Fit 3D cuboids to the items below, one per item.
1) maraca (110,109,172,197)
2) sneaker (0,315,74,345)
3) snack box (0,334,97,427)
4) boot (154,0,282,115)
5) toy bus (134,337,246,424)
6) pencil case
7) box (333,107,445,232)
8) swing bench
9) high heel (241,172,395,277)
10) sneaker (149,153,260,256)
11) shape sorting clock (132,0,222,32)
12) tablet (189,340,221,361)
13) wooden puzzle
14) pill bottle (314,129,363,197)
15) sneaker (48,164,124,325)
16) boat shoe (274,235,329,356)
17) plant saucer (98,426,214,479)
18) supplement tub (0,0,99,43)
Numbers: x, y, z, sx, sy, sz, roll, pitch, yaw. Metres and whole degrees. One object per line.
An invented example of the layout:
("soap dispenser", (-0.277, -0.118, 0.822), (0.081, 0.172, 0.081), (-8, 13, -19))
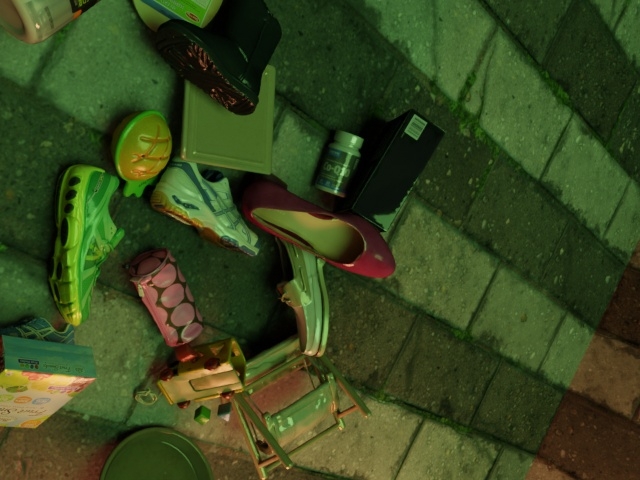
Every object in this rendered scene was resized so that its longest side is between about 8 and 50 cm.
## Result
("maraca", (-0.322, -0.156, 1.525), (0.127, 0.099, 0.186), (-40, 153, -33))
("sneaker", (-0.529, 0.172, 1.487), (0.211, 0.080, 0.081), (20, 76, -49))
("snack box", (-0.516, 0.247, 1.445), (0.207, 0.070, 0.174), (-37, 146, 31))
("boot", (-0.179, -0.375, 1.533), (0.246, 0.094, 0.207), (38, 55, -40))
("toy bus", (-0.252, 0.269, 1.742), (0.202, 0.104, 0.191), (23, 124, -16))
("pencil case", (-0.304, 0.118, 1.657), (0.098, 0.095, 0.209), (-71, 147, -47))
("box", (0.151, -0.149, 1.895), (0.103, 0.184, 0.261), (33, 83, -12))
("swing bench", (-0.068, 0.355, 1.901), (0.253, 0.165, 0.255), (-24, 80, -33))
("high heel", (0.000, 0.000, 1.718), (0.377, 0.181, 0.127), (29, 112, -14))
("sneaker", (-0.200, -0.066, 1.666), (0.296, 0.111, 0.131), (38, 68, -51))
("shape sorting clock", (-0.250, -0.465, 1.499), (0.206, 0.040, 0.206), (-26, 128, -39))
("tablet", (-0.248, 0.254, 1.824), (0.083, 0.006, 0.054), (-21, 120, -37))
("wooden puzzle", (-0.179, -0.249, 1.629), (0.238, 0.044, 0.221), (6, 85, -48))
("pill bottle", (0.044, -0.171, 1.873), (0.078, 0.078, 0.137), (14, 96, -45))
("sneaker", (-0.409, 0.015, 1.500), (0.123, 0.109, 0.296), (0, 107, -39))
("boat shoe", (-0.047, 0.105, 1.851), (0.103, 0.113, 0.303), (0, 81, -21))
("plant saucer", (-0.340, 0.528, 1.740), (0.277, 0.041, 0.278), (18, 62, -36))
("supplement tub", (-0.374, -0.459, 1.277), (0.316, 0.193, 0.194), (-44, 132, -21))
